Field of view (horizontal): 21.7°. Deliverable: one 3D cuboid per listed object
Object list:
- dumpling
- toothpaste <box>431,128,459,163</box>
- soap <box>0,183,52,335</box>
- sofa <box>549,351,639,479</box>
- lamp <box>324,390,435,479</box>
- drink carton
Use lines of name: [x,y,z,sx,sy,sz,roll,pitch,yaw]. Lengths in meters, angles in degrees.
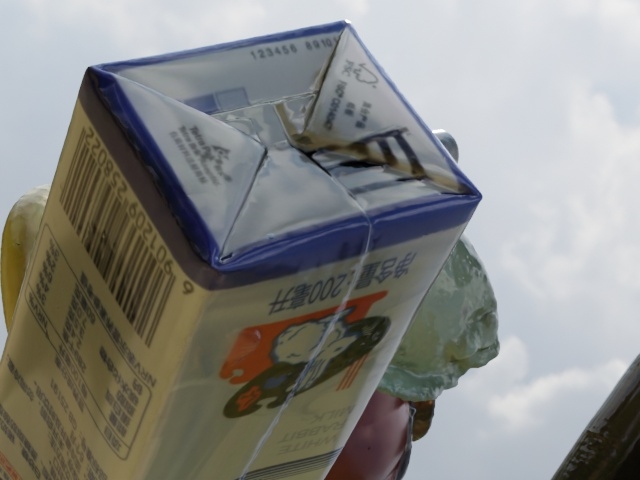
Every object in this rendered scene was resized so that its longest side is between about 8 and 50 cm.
dumpling: [0.011,-0.006,0.928,0.217,0.105,0.149,59,21,18]
toothpaste: [0.020,-0.047,1.125,0.062,0.239,0.039,-36,-103,33]
soap: [-0.201,0.100,1.737,0.115,0.306,0.427,-13,-16,22]
sofa: [0.340,0.206,1.444,0.258,0.200,0.182,21,-21,49]
lamp: [-0.022,0.097,1.100,0.227,0.227,0.227,36,-22,17]
drink carton: [-0.059,0.063,0.712,0.107,0.130,0.315,55,-39,28]
